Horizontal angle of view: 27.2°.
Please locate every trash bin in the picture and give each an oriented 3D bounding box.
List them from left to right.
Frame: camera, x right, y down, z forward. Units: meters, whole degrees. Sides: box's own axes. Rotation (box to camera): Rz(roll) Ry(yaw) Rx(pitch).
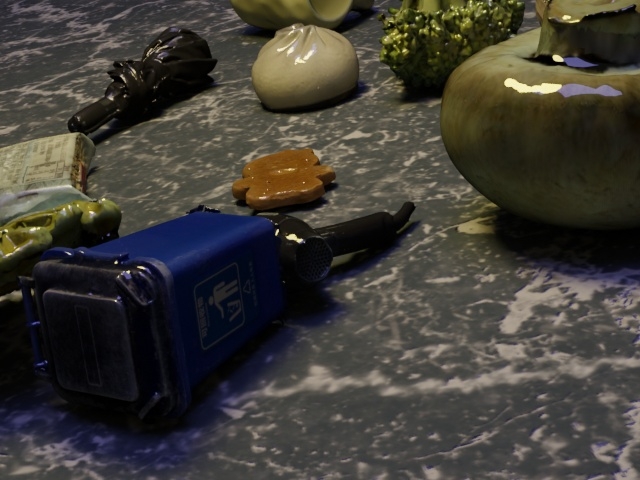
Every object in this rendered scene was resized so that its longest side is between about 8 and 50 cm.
[{"bbox_3d":[-0.156,0.059,1.293,0.184,0.162,0.234,6,22,33],"label":"trash bin"}]

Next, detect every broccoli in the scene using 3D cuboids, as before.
[{"bbox_3d":[0.175,-0.361,2.020,0.263,0.243,0.247,-25,40,-20],"label":"broccoli"}]

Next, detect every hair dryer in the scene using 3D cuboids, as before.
[{"bbox_3d":[0.000,0.000,1.502,0.272,0.091,0.235,-10,9,-34],"label":"hair dryer"}]

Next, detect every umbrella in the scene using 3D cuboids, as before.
[{"bbox_3d":[-0.291,-0.248,2.142,0.118,0.118,0.340,5,31,32],"label":"umbrella"}]

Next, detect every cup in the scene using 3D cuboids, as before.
[{"bbox_3d":[-0.024,-0.455,2.491,0.202,0.255,0.173,14,74,46],"label":"cup"}]

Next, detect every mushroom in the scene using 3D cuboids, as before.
[{"bbox_3d":[0.307,-0.151,1.456,0.352,0.260,0.352,-6,27,3],"label":"mushroom"}]

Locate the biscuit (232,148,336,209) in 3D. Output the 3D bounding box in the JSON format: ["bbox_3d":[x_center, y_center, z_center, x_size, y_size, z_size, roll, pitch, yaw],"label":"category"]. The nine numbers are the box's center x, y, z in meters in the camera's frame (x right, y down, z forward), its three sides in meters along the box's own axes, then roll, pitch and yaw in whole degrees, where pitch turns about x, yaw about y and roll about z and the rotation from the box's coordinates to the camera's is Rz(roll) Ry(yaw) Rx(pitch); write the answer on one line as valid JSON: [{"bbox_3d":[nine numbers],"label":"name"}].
[{"bbox_3d":[-0.052,-0.078,1.727,0.133,0.027,0.184,-16,22,-12],"label":"biscuit"}]

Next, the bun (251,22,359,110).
[{"bbox_3d":[-0.028,-0.279,2.073,0.173,0.120,0.173,-10,23,4],"label":"bun"}]

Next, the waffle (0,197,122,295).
[{"bbox_3d":[-0.358,0.036,1.384,0.297,0.073,0.317,-25,1,-29],"label":"waffle"}]

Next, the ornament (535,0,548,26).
[{"bbox_3d":[0.444,-0.382,1.955,0.225,0.259,0.259,13,30,21],"label":"ornament"}]

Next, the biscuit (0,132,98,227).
[{"bbox_3d":[-0.390,-0.071,1.783,0.186,0.079,0.309,-14,24,-5],"label":"biscuit"}]
